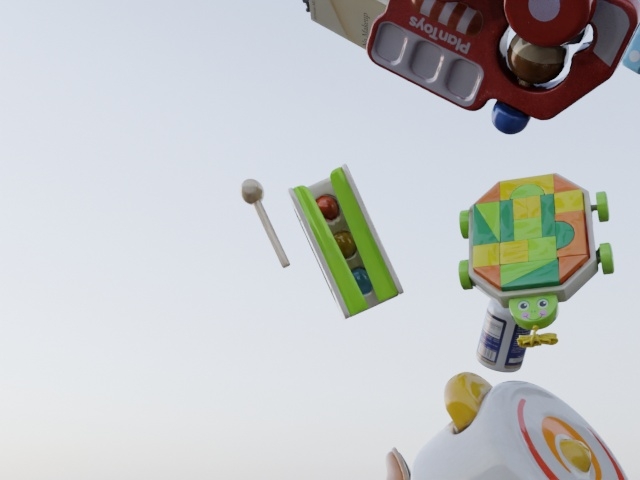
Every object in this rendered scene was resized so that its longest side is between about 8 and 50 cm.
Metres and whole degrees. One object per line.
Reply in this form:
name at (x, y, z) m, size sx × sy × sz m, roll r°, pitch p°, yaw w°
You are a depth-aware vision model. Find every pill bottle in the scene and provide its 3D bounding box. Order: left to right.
pill bottle at (0.367, 0.165, 1.859) m, size 0.094 × 0.169 × 0.094 m, roll 9°, pitch 21°, yaw -3°

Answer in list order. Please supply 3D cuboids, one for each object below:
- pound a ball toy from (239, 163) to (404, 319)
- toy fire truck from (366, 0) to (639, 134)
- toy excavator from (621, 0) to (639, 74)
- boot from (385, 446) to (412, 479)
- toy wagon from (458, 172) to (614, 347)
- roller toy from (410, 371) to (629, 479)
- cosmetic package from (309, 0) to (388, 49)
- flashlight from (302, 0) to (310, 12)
pound a ball toy at (0.000, 0.000, 1.833) m, size 0.208 × 0.319 × 0.136 m, roll -25°, pitch -5°, yaw -3°
toy fire truck at (0.217, -0.265, 1.154) m, size 0.302 × 0.169 × 0.253 m, roll 30°, pitch -47°, yaw 14°
toy excavator at (0.726, -0.519, 2.238) m, size 0.433 × 0.445 × 0.222 m, roll -11°, pitch -50°, yaw -43°
boot at (0.078, 0.404, 1.401) m, size 0.152 × 0.197 × 0.073 m, roll -27°, pitch -56°, yaw 9°
toy wagon at (0.377, 0.028, 1.677) m, size 0.267 × 0.344 × 0.068 m, roll -8°, pitch -41°, yaw 19°
roller toy at (0.197, 0.236, 0.903) m, size 0.191 × 0.209 × 0.146 m, roll 26°, pitch -60°, yaw -29°
cosmetic package at (0.131, -0.424, 1.757) m, size 0.310 × 0.113 × 0.160 m, roll 31°, pitch -23°, yaw 20°
flashlight at (0.108, -0.572, 2.093) m, size 0.304 × 0.103 × 0.103 m, roll -13°, pitch -41°, yaw 7°
